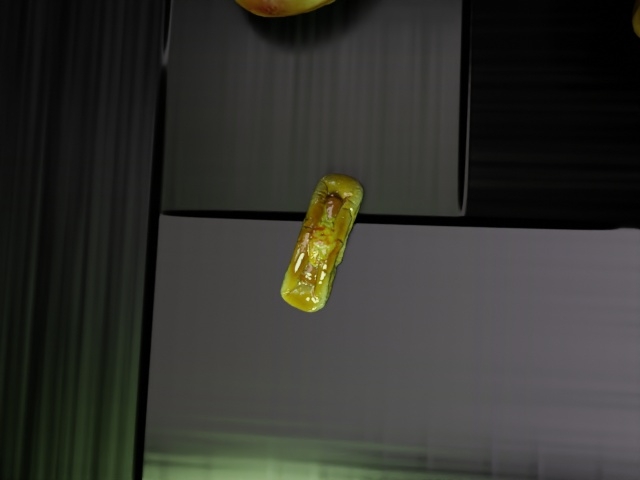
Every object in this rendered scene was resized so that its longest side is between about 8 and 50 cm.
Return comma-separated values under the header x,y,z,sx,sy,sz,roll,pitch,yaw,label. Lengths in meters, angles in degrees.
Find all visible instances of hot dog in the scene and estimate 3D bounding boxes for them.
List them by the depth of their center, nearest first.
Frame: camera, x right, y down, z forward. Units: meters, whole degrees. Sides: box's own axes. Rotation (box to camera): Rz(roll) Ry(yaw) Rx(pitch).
x,y,z,sx,sy,sz,roll,pitch,yaw,label
0.000,0.000,0.393,0.030,0.034,0.090,19,89,8,hot dog

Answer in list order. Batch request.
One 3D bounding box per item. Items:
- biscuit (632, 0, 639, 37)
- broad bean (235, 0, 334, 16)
x,y,z,sx,sy,sz,roll,pitch,yaw,label
0.392,-0.221,0.301,0.395,0.166,0.342,14,89,6,biscuit
-0.003,-0.215,0.389,0.165,0.084,0.114,-48,66,8,broad bean
